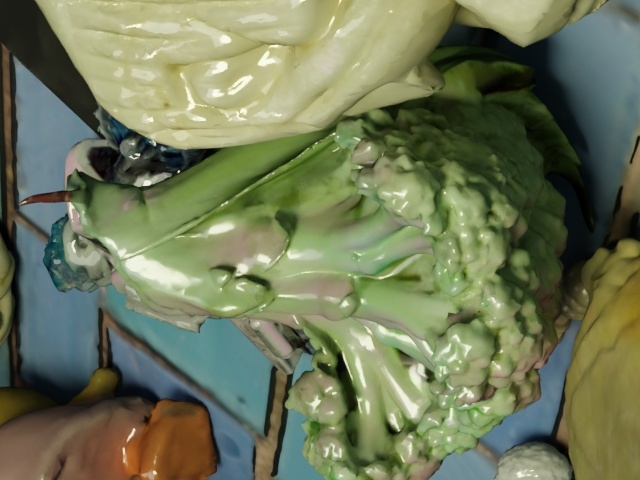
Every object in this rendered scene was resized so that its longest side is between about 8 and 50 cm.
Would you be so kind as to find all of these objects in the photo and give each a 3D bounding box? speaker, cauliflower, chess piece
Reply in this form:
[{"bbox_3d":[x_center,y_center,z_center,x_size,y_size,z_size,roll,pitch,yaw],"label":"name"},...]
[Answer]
[{"bbox_3d":[-0.180,-0.155,1.187,0.218,0.044,0.082,43,141,13],"label":"speaker"},{"bbox_3d":[0.000,0.000,0.933,0.315,0.256,0.239,-2,136,-5],"label":"cauliflower"},{"bbox_3d":[0.146,0.031,1.000,0.035,0.035,0.092,50,138,5],"label":"chess piece"}]

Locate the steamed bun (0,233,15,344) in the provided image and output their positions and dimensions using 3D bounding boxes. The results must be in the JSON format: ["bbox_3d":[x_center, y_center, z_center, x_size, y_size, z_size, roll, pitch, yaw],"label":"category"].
[{"bbox_3d":[-0.397,0.017,1.413,0.276,0.203,0.289,42,142,16],"label":"steamed bun"}]

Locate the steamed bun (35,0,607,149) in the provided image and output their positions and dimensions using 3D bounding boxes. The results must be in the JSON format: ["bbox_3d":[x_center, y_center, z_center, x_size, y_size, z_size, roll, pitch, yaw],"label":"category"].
[{"bbox_3d":[0.004,-0.237,0.786,0.346,0.237,0.394,27,137,5],"label":"steamed bun"}]

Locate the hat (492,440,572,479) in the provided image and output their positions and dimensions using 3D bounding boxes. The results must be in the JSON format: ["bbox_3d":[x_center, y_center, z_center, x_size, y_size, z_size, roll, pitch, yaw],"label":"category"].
[{"bbox_3d":[0.139,0.201,1.111,0.112,0.093,0.162,12,109,28],"label":"hat"}]

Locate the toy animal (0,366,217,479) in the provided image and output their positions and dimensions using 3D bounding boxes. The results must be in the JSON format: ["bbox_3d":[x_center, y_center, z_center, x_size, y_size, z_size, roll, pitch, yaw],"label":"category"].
[{"bbox_3d":[-0.223,0.194,1.401,0.281,0.169,0.195,-1,78,51],"label":"toy animal"}]

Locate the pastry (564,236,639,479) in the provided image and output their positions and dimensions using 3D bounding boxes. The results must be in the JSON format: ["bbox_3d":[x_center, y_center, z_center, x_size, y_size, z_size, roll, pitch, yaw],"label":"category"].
[{"bbox_3d":[0.224,0.127,0.881,0.256,0.170,0.237,22,132,37],"label":"pastry"}]

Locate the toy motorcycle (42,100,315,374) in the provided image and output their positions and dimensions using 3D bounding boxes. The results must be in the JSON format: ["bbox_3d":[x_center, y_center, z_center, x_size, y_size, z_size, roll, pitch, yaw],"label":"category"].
[{"bbox_3d":[-0.096,0.005,1.159,0.204,0.108,0.239,-22,104,39],"label":"toy motorcycle"}]
